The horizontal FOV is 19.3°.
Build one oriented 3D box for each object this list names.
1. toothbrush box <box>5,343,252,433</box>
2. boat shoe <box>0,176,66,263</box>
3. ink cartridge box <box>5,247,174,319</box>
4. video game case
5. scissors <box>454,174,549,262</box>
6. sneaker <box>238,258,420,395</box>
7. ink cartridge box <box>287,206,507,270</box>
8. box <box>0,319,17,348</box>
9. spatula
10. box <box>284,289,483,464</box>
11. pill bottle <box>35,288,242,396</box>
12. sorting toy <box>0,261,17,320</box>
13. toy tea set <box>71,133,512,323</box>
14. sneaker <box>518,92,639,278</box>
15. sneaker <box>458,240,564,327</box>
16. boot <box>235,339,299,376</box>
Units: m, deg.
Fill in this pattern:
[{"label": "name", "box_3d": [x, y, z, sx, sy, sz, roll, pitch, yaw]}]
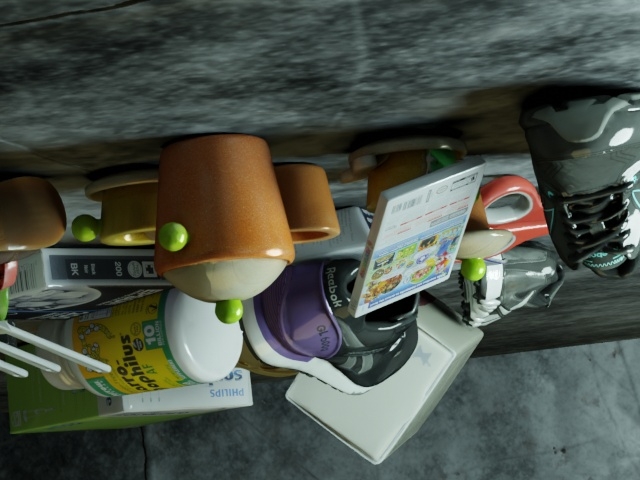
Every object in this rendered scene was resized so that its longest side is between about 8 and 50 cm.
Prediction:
[{"label": "toothbrush box", "box_3d": [-0.258, 0.182, 2.493, 0.206, 0.122, 0.283, 1, 170, -39]}, {"label": "boat shoe", "box_3d": [-0.256, -0.012, 1.275, 0.073, 0.073, 0.207, -11, 170, 24]}, {"label": "ink cartridge box", "box_3d": [-0.229, 0.042, 1.793, 0.208, 0.045, 0.206, -1, 170, -39]}, {"label": "video game case", "box_3d": [0.066, -0.002, 1.310, 0.087, 0.011, 0.122, -22, 146, -30]}, {"label": "scissors", "box_3d": [0.213, -0.020, 1.636, 0.297, 0.021, 0.109, -2, 143, -42]}, {"label": "sneaker", "box_3d": [0.047, 0.072, 1.672, 0.124, 0.107, 0.283, -17, 168, 24]}, {"label": "ink cartridge box", "box_3d": [0.033, 0.009, 1.728, 0.224, 0.045, 0.223, -9, 171, 22]}, {"label": "box", "box_3d": [-0.357, 0.083, 1.922, 0.083, 0.062, 0.052, -6, 171, 0]}, {"label": "spatula", "box_3d": [-0.325, 0.098, 1.815, 0.168, 0.019, 0.242, -6, 156, 36]}, {"label": "box", "box_3d": [0.073, 0.134, 2.039, 0.127, 0.149, 0.232, 36, -171, 9]}, {"label": "pill bottle", "box_3d": [-0.196, 0.103, 1.983, 0.208, 0.118, 0.117, -10, 171, 33]}, {"label": "sorting toy", "box_3d": [-0.285, 0.027, 1.585, 0.042, 0.061, 0.102, -2, 148, -21]}, {"label": "toy tea set", "box_3d": [0.000, 0.000, 1.356, 0.336, 0.124, 0.200, -2, 171, -22]}, {"label": "sneaker", "box_3d": [0.201, -0.037, 1.314, 0.101, 0.106, 0.267, -6, 171, 14]}, {"label": "sneaker", "box_3d": [0.205, 0.047, 2.011, 0.106, 0.078, 0.234, -3, 170, -2]}, {"label": "boot", "box_3d": [-0.023, 0.096, 2.163, 0.262, 0.095, 0.203, 6, 166, -37]}]
